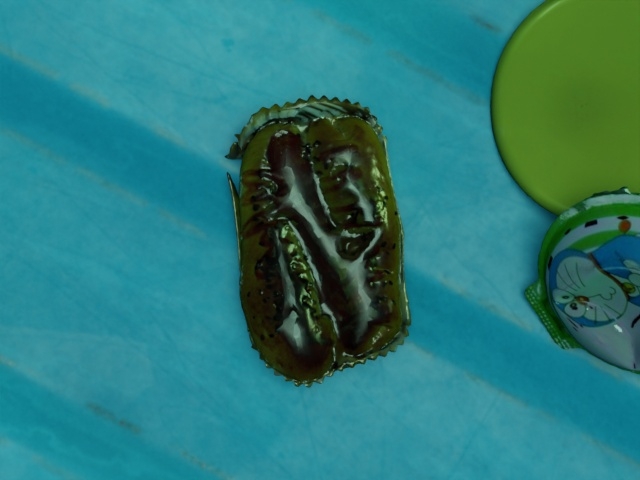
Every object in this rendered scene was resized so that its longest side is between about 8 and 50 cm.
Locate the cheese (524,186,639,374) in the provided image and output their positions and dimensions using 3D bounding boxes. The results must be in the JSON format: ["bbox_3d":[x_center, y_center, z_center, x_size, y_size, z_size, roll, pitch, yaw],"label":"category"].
[{"bbox_3d":[0.325,0.028,1.553,0.320,0.083,0.204,-23,108,40],"label":"cheese"}]

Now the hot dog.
[{"bbox_3d":[0.000,0.000,1.613,0.162,0.082,0.270,-7,88,-4],"label":"hot dog"}]

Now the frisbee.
[{"bbox_3d":[0.271,-0.129,1.617,0.236,0.017,0.236,0,89,20],"label":"frisbee"}]
